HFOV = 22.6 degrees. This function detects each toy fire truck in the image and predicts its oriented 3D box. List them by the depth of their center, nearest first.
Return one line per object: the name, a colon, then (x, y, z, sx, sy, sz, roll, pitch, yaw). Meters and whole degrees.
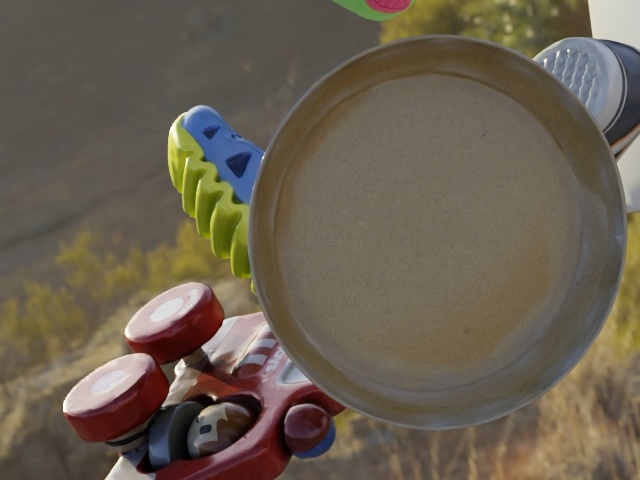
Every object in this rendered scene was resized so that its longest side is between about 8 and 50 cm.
toy fire truck: (-0.077, 0.153, 1.524, 0.254, 0.169, 0.302, -15, 24, 32)

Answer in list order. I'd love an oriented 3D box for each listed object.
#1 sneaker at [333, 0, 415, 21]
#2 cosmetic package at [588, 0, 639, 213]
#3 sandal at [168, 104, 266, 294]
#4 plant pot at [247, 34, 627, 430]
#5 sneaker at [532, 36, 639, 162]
sneaker: (-0.068, -0.389, 1.396, 0.185, 0.483, 0.202, -47, 21, 1)
cosmetic package: (0.397, -0.221, 1.672, 0.155, 0.365, 0.197, -7, -1, -32)
sandal: (0.000, 0.000, 1.366, 0.138, 0.317, 0.126, -44, 2, -14)
plant pot: (0.070, -0.005, 0.966, 0.236, 0.236, 0.032, -21, 8, -11)
sneaker: (0.180, -0.082, 1.465, 0.127, 0.126, 0.321, -1, -17, -43)
